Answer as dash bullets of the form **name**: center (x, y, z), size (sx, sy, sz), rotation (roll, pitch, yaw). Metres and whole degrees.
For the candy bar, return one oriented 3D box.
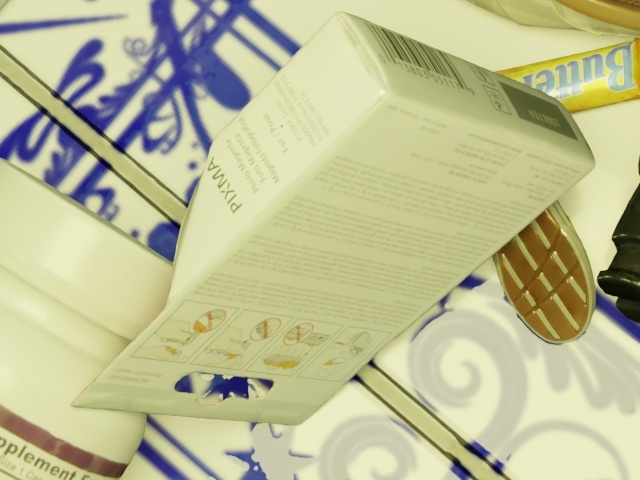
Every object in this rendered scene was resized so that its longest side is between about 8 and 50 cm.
- **candy bar**: center (0.109, -0.082, 1.010), size (0.161, 0.018, 0.040), rotation (-12, 83, 5)

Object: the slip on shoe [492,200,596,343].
- **slip on shoe**: center (0.111, -0.009, 0.990), size (0.051, 0.041, 0.135), rotation (-29, 97, 24)

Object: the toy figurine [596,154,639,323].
- **toy figurine**: center (0.263, -0.014, 0.894), size (0.209, 0.213, 0.148), rotation (29, 71, 5)

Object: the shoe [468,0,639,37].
- **shoe**: center (0.109, -0.165, 1.005), size (0.219, 0.058, 0.076), rotation (23, 67, 4)

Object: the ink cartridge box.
- **ink cartridge box**: center (0.000, 0.000, 0.904), size (0.232, 0.189, 0.066), rotation (-40, 60, 26)

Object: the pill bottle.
- **pill bottle**: center (-0.197, 0.114, 0.945), size (0.169, 0.169, 0.301), rotation (31, 87, 8)
